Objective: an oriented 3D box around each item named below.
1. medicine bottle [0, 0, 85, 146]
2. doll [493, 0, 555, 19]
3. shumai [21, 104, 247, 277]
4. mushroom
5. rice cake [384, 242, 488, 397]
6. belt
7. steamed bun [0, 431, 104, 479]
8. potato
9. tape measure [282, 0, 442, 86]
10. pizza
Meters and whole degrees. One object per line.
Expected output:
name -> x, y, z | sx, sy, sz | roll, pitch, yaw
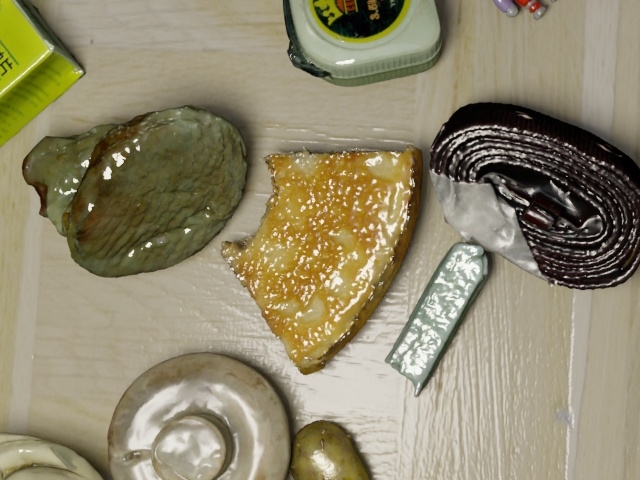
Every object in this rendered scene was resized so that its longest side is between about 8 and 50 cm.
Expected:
medicine bottle -> -0.460, -0.212, 1.711 | 0.250, 0.141, 0.137 | -40, 79, 3
doll -> 0.215, -0.380, 1.665 | 0.227, 0.075, 0.102 | 41, 83, -2
shumai -> -0.239, -0.097, 1.660 | 0.272, 0.222, 0.203 | -22, 45, -14
mushroom -> -0.157, 0.258, 1.589 | 0.243, 0.243, 0.243 | -1, 85, 8
rice cake -> 0.150, 0.095, 1.642 | 0.063, 0.069, 0.206 | 30, 92, 7
belt -> 0.271, -0.062, 1.595 | 0.289, 0.164, 0.184 | 27, 111, 1
steamed bun -> -0.330, 0.389, 1.608 | 0.268, 0.207, 0.280 | 38, 117, 39
potato -> 0.012, 0.297, 1.641 | 0.091, 0.070, 0.138 | -28, 83, 6
tape measure -> 0.047, -0.320, 1.670 | 0.207, 0.115, 0.235 | -12, 76, 6
pizza -> 0.000, 0.000, 1.656 | 0.223, 0.089, 0.323 | 28, 95, 18
